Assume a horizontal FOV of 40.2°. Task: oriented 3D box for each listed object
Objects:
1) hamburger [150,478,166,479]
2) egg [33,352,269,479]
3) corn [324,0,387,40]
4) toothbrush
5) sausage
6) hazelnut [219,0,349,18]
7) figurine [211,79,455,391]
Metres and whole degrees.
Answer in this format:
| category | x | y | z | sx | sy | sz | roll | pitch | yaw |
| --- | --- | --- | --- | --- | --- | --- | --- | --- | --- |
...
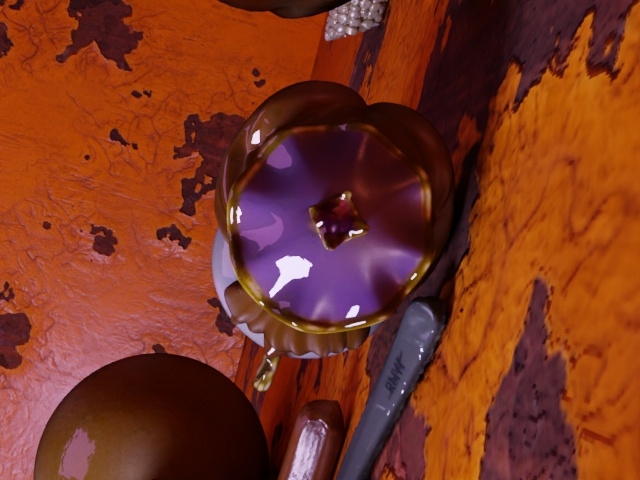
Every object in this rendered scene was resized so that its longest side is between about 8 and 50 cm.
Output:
| category | x | y | z | sx | sy | sz | roll | pitch | yaw |
| --- | --- | --- | --- | --- | --- | --- | --- | --- | --- |
| hamburger | -0.140 | 0.383 | 0.779 | 0.304 | 0.174 | 0.284 | -88 | 12 | -62 |
| egg | -0.204 | 0.279 | 1.075 | 0.351 | 0.282 | 0.283 | 124 | 160 | -77 |
| corn | 0.063 | -0.346 | 1.094 | 0.087 | 0.087 | 0.211 | -90 | 10 | -66 |
| toothbrush | 0.021 | 0.149 | 0.561 | 0.030 | 0.030 | 0.297 | 61 | 141 | 45 |
| sausage | -0.011 | 0.185 | 0.695 | 0.039 | 0.041 | 0.131 | -29 | -42 | -68 |
| hazelnut | -0.006 | -0.353 | 0.497 | 0.429 | 0.401 | 0.402 | 121 | 162 | -65 |
| figurine | 0.000 | 0.000 | 0.554 | 0.263 | 0.142 | 0.190 | 118 | 166 | -72 |
